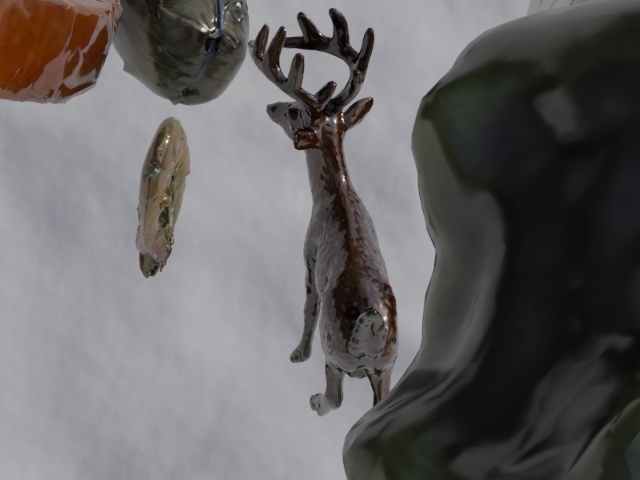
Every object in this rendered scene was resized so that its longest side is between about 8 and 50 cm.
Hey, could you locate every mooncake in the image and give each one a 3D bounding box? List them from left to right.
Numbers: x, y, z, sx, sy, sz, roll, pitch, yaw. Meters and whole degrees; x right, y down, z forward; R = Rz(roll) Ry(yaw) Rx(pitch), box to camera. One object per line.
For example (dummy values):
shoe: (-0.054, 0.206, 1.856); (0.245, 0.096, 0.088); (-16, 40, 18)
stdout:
mooncake: (0.169, 0.061, 0.586); (0.351, 0.187, 0.351); (10, 76, -43)

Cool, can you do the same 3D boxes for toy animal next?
toy animal: (0.018, -0.004, 0.869); (0.087, 0.260, 0.243); (-11, 44, -16)

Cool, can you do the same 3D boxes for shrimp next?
shrimp: (-0.219, -0.042, 1.677); (0.061, 0.267, 0.145); (15, 43, -4)

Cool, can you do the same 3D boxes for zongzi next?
zongzi: (-0.244, -0.319, 1.380); (0.360, 0.160, 0.323); (24, 34, -23)

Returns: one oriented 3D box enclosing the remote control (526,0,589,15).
remote control: (0.285, -0.284, 1.385); (0.056, 0.277, 0.102); (17, 76, -2)

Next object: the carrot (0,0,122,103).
carrot: (-0.229, -0.156, 0.542); (0.307, 0.258, 0.100); (26, 107, -8)
